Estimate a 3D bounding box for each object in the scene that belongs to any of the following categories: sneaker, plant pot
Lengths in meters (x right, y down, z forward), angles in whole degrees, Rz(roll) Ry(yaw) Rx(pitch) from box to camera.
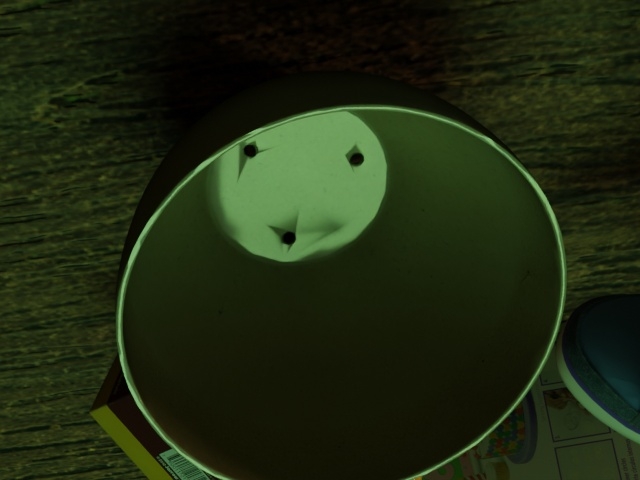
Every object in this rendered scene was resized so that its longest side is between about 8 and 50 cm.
[{"bbox_3d":[0.316,0.066,1.055,0.322,0.130,0.236,22,150,20],"label":"sneaker"},{"bbox_3d":[0.000,0.000,1.053,0.284,0.191,0.284,-5,120,-9],"label":"plant pot"}]

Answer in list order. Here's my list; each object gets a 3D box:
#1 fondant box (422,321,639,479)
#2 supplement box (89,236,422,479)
[{"bbox_3d":[0.190,0.203,1.399,0.330,0.238,0.096,-9,146,3],"label":"fondant box"},{"bbox_3d":[-0.040,0.129,1.273,0.194,0.129,0.191,-26,114,28],"label":"supplement box"}]
